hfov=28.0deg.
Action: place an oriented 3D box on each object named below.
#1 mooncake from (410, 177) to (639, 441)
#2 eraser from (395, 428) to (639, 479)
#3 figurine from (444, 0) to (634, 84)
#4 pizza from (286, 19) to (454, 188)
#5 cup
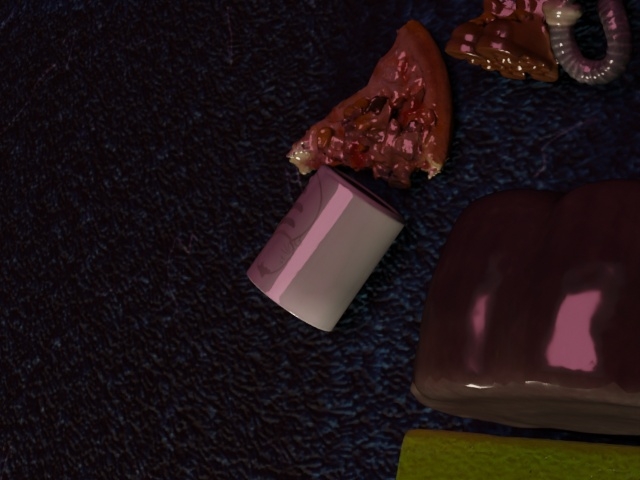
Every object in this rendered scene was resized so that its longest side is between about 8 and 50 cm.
[{"bbox_3d":[0.218,0.060,0.899,0.306,0.306,0.154,-1,73,39],"label":"mooncake"},{"bbox_3d":[0.178,0.255,0.975,0.274,0.092,0.210,0,73,40],"label":"eraser"},{"bbox_3d":[0.202,-0.343,1.144,0.261,0.186,0.382,18,90,53],"label":"figurine"},{"bbox_3d":[0.042,-0.118,1.265,0.195,0.052,0.185,-25,55,30],"label":"pizza"},{"bbox_3d":[-0.005,-0.002,1.222,0.136,0.099,0.133,41,100,41],"label":"cup"}]
